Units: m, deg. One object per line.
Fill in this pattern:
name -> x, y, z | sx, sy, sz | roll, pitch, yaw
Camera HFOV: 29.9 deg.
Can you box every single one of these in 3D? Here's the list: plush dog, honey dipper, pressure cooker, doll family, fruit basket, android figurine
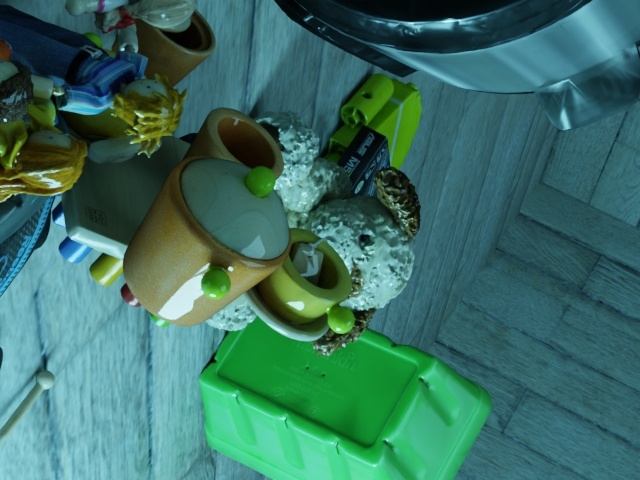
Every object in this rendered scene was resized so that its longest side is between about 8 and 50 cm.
plush dog -> 0.000, 0.000, 1.386 | 0.263, 0.225, 0.210 | -67, 165, 13
honey dipper -> -0.296, 0.184, 1.103 | 0.161, 0.030, 0.030 | -57, 164, -34
pressure cooker -> 0.153, -0.306, 1.009 | 0.420, 0.375, 0.370 | -2, 114, -69
doll family -> -0.175, -0.103, 0.745 | 0.263, 0.163, 0.118 | -45, 157, -49
fruit basket -> 0.030, 0.275, 1.687 | 0.283, 0.392, 0.392 | -57, 164, -20
android figurine -> 0.065, -0.126, 1.715 | 0.273, 0.056, 0.248 | -49, 159, -35

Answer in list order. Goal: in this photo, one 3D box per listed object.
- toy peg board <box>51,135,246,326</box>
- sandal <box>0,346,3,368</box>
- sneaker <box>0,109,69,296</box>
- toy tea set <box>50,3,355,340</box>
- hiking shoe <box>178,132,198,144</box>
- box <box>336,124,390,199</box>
toy peg board -> -0.152, -0.017, 0.931 | 0.160, 0.161, 0.079 | 24, 123, -38
sandal -> -0.305, 0.138, 0.960 | 0.179, 0.040, 0.067 | -41, 154, -54
sneaker -> -0.274, 0.049, 0.756 | 0.341, 0.125, 0.140 | -50, 164, -35
toy tea set -> -0.082, -0.081, 0.874 | 0.200, 0.336, 0.124 | -3, 145, -51
hiking shoe -> -0.145, -0.054, 1.131 | 0.227, 0.086, 0.114 | 50, 52, -78
box -> 0.029, -0.037, 1.587 | 0.184, 0.045, 0.191 | -58, 166, -14
